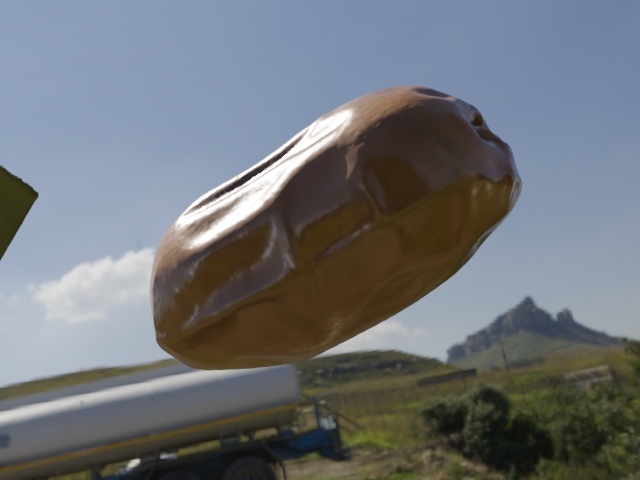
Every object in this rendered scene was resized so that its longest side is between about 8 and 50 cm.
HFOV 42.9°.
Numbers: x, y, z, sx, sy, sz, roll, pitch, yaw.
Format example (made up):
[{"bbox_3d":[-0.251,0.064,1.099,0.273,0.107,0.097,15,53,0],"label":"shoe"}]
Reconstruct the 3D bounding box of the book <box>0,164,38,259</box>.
[{"bbox_3d":[-0.182,0.014,0.233,0.013,0.168,0.192,15,-19,27],"label":"book"}]

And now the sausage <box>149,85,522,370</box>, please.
[{"bbox_3d":[0.000,-0.001,0.478,0.241,0.120,0.136,-31,-15,24],"label":"sausage"}]
